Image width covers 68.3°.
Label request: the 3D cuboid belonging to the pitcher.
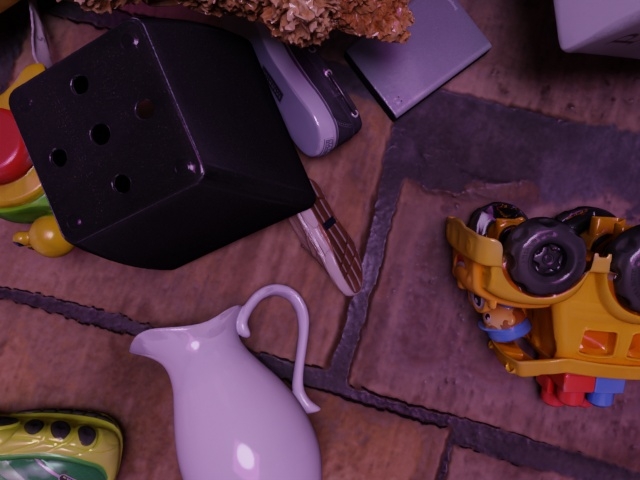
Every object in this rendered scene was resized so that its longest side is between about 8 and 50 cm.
[{"bbox_3d":[-0.062,0.157,0.463,0.178,0.125,0.207,-25,77,-18],"label":"pitcher"}]

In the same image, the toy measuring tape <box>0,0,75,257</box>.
[{"bbox_3d":[-0.312,-0.132,0.468,0.122,0.121,0.329,-20,79,-3],"label":"toy measuring tape"}]

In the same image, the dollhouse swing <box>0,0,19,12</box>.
[{"bbox_3d":[-0.355,-0.426,0.345,0.315,0.305,0.347,-41,81,-9],"label":"dollhouse swing"}]

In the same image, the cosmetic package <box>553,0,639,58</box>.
[{"bbox_3d":[0.416,-0.343,0.335,0.394,0.329,0.326,-6,88,-25],"label":"cosmetic package"}]

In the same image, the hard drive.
[{"bbox_3d":[0.108,-0.210,0.524,0.135,0.022,0.094,-37,89,-4],"label":"hard drive"}]

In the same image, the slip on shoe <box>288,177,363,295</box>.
[{"bbox_3d":[0.000,0.000,0.504,0.041,0.051,0.135,-25,98,36],"label":"slip on shoe"}]

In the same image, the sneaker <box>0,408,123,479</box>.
[{"bbox_3d":[-0.347,0.225,0.445,0.296,0.109,0.123,4,83,-2],"label":"sneaker"}]

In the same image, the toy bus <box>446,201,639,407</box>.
[{"bbox_3d":[0.234,0.073,0.470,0.221,0.149,0.211,4,103,0],"label":"toy bus"}]

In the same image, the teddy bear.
[{"bbox_3d":[-0.070,-0.237,0.366,0.339,0.245,0.113,4,128,-13],"label":"teddy bear"}]

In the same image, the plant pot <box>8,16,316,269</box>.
[{"bbox_3d":[-0.139,-0.083,0.415,0.188,0.167,0.187,-23,87,13],"label":"plant pot"}]

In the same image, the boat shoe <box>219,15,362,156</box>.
[{"bbox_3d":[-0.031,-0.197,0.497,0.076,0.080,0.228,-28,81,-27],"label":"boat shoe"}]
